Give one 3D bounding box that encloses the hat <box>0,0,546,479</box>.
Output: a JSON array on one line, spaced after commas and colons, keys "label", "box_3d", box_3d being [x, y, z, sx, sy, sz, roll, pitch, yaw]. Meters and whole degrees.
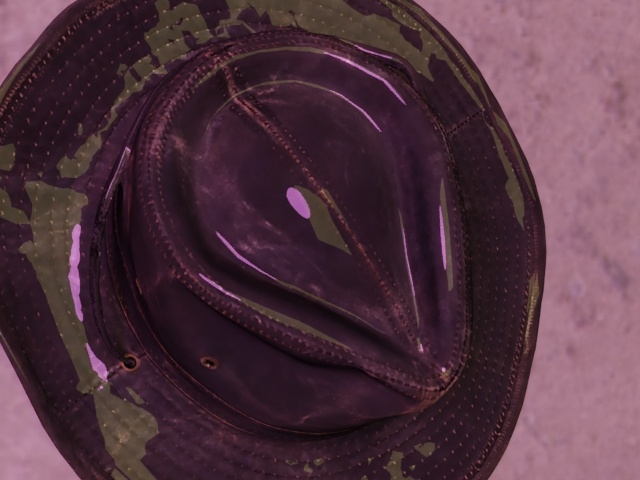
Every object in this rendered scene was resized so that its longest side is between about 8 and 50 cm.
[{"label": "hat", "box_3d": [0.000, 0.000, 0.451, 0.331, 0.134, 0.331, 2, 84, -19]}]
